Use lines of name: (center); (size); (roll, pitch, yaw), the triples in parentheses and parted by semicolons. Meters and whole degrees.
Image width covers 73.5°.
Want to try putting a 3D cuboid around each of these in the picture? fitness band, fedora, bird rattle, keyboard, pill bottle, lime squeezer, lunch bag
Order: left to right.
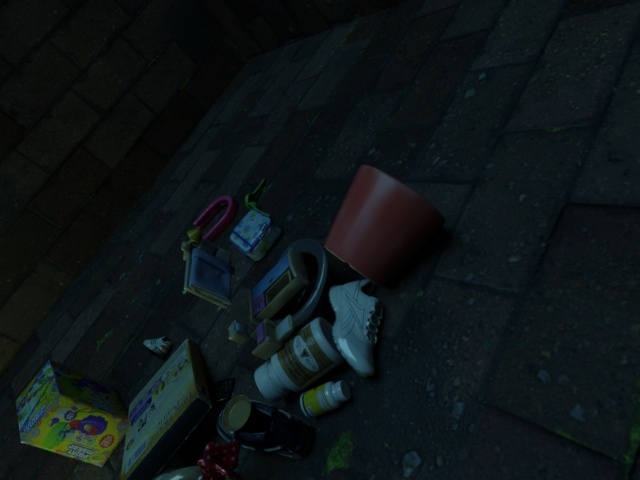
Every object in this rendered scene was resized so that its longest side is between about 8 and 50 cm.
bird rattle: (-0.280, 0.583, 0.996); (0.206, 0.254, 0.143); (-7, 42, -13)
keyboard: (-0.354, 0.486, 1.335); (0.192, 0.038, 0.100); (-25, 41, 27)
fitness band: (-0.511, -0.090, 2.029); (0.291, 0.054, 0.209); (-48, 36, -1)
lunch bag: (-0.260, -0.023, 1.689); (0.176, 0.090, 0.219); (-52, 35, -4)
lime squeezer: (-0.277, -0.166, 1.885); (0.109, 0.059, 0.310); (-11, 38, -4)
pill bottle: (-0.055, 0.317, 1.122); (0.229, 0.131, 0.131); (-38, 37, 11)
fedora: (-0.043, 0.145, 1.279); (0.243, 0.124, 0.276); (-5, 61, 45)
pill bottle: (0.013, 0.385, 1.046); (0.116, 0.065, 0.065); (-29, 39, 20)

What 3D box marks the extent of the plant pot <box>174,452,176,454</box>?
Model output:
plant pot: (-0.507, 0.712, 1.276); (0.236, 0.032, 0.236); (-27, 39, 24)

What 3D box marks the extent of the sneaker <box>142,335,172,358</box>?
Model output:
sneaker: (-0.634, 0.409, 1.682); (0.161, 0.057, 0.075); (4, 42, 48)

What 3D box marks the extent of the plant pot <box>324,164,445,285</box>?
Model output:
plant pot: (0.154, -0.030, 1.160); (0.243, 0.275, 0.275); (-55, 36, 2)

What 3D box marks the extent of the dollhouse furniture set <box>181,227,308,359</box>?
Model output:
dollhouse furniture set: (-0.208, 0.096, 1.120); (0.198, 0.303, 0.286); (-46, 30, 18)

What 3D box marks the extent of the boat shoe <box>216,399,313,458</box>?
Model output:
boat shoe: (-0.187, 0.457, 1.094); (0.340, 0.158, 0.127); (-10, 49, 38)

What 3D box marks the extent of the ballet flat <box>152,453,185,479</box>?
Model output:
ballet flat: (-0.399, 0.705, 1.101); (0.106, 0.107, 0.316); (105, 161, -46)

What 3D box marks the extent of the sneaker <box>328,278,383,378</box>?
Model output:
sneaker: (0.100, 0.208, 1.100); (0.129, 0.111, 0.297); (-27, 41, 15)

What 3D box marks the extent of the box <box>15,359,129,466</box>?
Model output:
box: (-0.868, 0.606, 1.514); (0.279, 0.290, 0.177); (17, 68, 50)

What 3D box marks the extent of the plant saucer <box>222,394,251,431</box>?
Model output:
plant saucer: (-0.193, 0.405, 1.002); (0.083, 0.015, 0.084); (-22, 42, 21)

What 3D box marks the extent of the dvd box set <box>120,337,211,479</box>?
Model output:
dvd box set: (-0.481, 0.512, 1.332); (0.308, 0.062, 0.420); (-50, 22, -7)

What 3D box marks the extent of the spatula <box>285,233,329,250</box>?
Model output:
spatula: (0.000, 0.000, 1.456); (0.296, 0.030, 0.084); (-20, 45, 30)
